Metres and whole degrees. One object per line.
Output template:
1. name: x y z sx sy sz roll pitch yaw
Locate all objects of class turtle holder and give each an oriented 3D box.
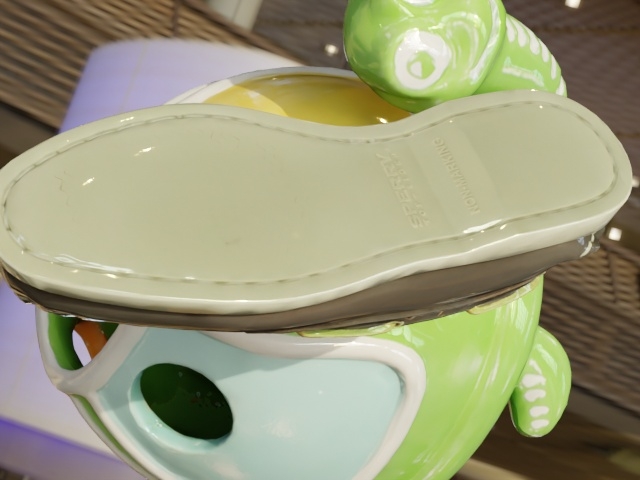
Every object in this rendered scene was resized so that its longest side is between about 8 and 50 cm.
1. turtle holder: -0.003 0.019 0.660 0.227 0.243 0.320 12 -20 -34

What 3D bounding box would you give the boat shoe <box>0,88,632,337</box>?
1. boat shoe: -0.002 -0.001 0.437 0.228 0.081 0.068 -6 -32 -22
